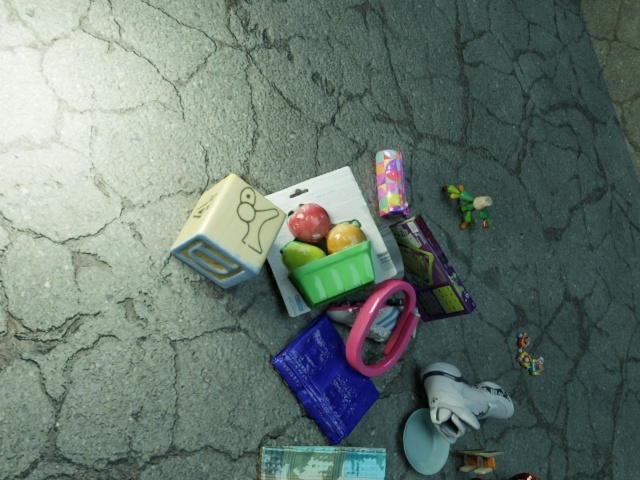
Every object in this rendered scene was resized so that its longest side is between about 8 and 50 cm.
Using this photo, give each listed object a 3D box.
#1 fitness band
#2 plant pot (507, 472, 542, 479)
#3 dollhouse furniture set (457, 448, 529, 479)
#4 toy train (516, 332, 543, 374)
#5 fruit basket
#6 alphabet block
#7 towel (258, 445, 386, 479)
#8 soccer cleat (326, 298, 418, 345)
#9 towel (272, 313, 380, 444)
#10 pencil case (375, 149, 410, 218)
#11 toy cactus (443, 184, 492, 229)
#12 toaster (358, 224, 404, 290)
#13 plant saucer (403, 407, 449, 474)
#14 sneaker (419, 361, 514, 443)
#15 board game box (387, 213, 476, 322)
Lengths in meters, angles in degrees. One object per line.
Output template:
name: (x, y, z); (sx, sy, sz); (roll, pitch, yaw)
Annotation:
fitness band: (0.182, 0.249, 1.778); (0.209, 0.054, 0.291); (27, 89, -45)
plant pot: (0.715, 0.900, 1.994); (0.265, 0.272, 0.272); (40, 56, -11)
dollhouse furniture set: (0.549, 0.774, 1.897); (0.135, 0.259, 0.262); (3, 75, -26)
toy train: (0.786, 0.424, 2.320); (0.166, 0.046, 0.125); (47, 54, -15)
fruit basket: (0.000, 0.000, 1.770); (0.327, 0.165, 0.353); (-22, 73, -9)
alphabet block: (-0.235, -0.019, 1.605); (0.192, 0.193, 0.197); (39, 56, -23)
towel: (0.014, 0.677, 1.626); (0.370, 0.040, 0.271); (10, 69, -22)
soccer cleat: (0.167, 0.248, 1.871); (0.331, 0.116, 0.143); (2, 85, -33)
towel: (0.028, 0.384, 1.747); (0.228, 0.076, 0.308); (-41, 101, -37)
pencil case: (0.241, -0.184, 2.073); (0.104, 0.104, 0.236); (5, 72, -36)
toy cactus: (0.544, -0.124, 2.238); (0.112, 0.180, 0.219); (-40, 96, -17)
toaster: (0.166, 0.063, 1.896); (0.146, 0.129, 0.227); (-15, 88, -63)
plant saucer: (0.315, 0.614, 1.914); (0.195, 0.037, 0.195); (11, 70, -34)
sneaker: (0.467, 0.538, 1.955); (0.366, 0.137, 0.210); (29, 39, -21)
board game box: (0.322, 0.095, 1.975); (0.056, 0.208, 0.347); (-40, 101, -41)
